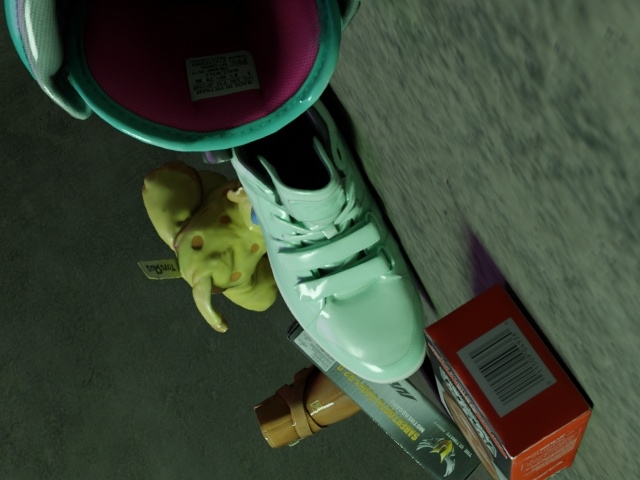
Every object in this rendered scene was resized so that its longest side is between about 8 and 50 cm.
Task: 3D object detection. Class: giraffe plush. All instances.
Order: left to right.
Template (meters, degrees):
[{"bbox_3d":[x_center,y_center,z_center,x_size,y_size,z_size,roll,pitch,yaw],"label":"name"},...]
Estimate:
[{"bbox_3d":[-0.063,-0.033,0.921,0.181,0.170,0.210,52,-162,-3],"label":"giraffe plush"}]

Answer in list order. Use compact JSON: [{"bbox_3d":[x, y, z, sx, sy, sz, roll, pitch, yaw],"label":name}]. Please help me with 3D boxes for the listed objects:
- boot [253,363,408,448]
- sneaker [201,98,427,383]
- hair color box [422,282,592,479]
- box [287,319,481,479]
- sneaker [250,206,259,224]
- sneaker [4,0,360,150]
[{"bbox_3d":[0.015,0.215,1.367,0.109,0.220,0.283,59,177,-2],"label":"boot"},{"bbox_3d":[-0.001,0.000,0.644,0.255,0.094,0.151,62,-177,-7],"label":"sneaker"},{"bbox_3d":[0.091,0.081,0.473,0.072,0.043,0.141,57,177,25],"label":"hair color box"},{"bbox_3d":[0.063,0.159,1.038,0.231,0.056,0.183,44,176,0],"label":"box"},{"bbox_3d":[-0.032,-0.055,0.800,0.185,0.084,0.069,59,177,-8],"label":"sneaker"},{"bbox_3d":[-0.052,-0.103,0.391,0.295,0.124,0.178,69,180,-66],"label":"sneaker"}]
